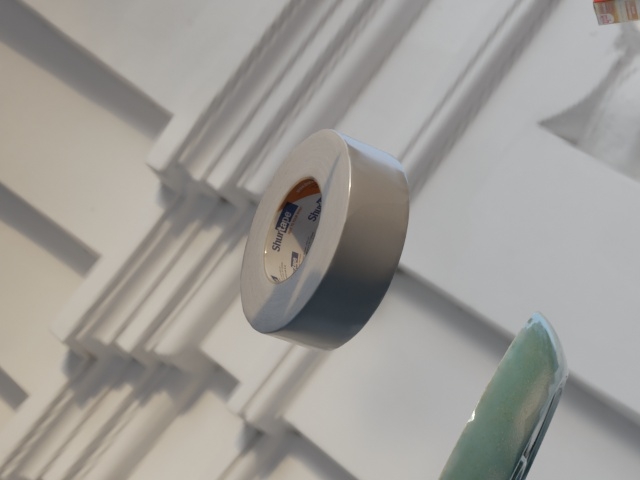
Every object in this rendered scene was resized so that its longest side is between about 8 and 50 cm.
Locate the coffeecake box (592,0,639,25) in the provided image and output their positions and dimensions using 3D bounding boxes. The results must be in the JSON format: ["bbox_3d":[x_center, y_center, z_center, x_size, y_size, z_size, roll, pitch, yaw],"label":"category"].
[{"bbox_3d":[0.446,-0.366,1.436,0.068,0.185,0.142,42,-133,-63],"label":"coffeecake box"}]

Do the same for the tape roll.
[{"bbox_3d":[0.000,0.000,1.140,0.072,0.219,0.219,20,-78,-26],"label":"tape roll"}]

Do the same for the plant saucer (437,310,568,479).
[{"bbox_3d":[0.121,0.207,0.859,0.318,0.043,0.318,-54,-20,-30],"label":"plant saucer"}]
